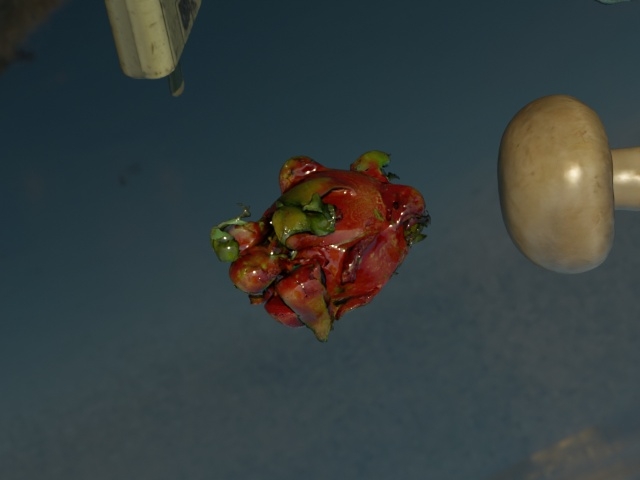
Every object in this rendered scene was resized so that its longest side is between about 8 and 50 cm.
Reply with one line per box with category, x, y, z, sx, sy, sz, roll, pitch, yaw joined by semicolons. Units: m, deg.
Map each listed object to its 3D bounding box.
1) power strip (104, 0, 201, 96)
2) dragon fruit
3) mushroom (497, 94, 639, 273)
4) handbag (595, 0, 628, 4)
power strip;-0.106;-0.191;0.964;0.034;0.092;0.268;0;130;12
dragon fruit;0.000;0.000;1.224;0.138;0.142;0.175;-28;160;28
mushroom;0.297;-0.066;1.901;0.204;0.204;0.204;-24;167;-6
handbag;0.296;-0.278;1.373;0.179;0.062;0.229;-4;158;11
